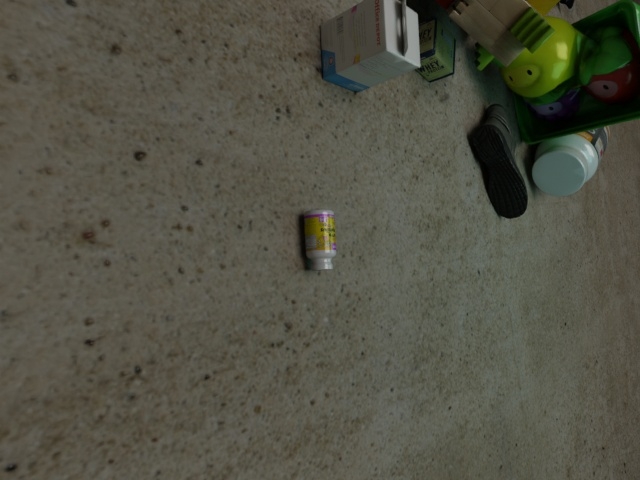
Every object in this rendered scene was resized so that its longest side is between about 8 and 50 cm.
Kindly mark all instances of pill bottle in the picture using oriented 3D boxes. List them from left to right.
[{"bbox_3d":[0.000,0.000,0.714,0.043,0.043,0.083,2,83,-47],"label":"pill bottle"},{"bbox_3d":[0.690,-0.243,1.405,0.278,0.162,0.162,-44,115,-42],"label":"pill bottle"}]

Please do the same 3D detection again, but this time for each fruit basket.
[{"bbox_3d":[0.560,-0.385,1.177,0.392,0.392,0.282,-17,96,-47],"label":"fruit basket"}]

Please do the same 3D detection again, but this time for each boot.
[{"bbox_3d":[0.440,-0.190,1.193,0.161,0.083,0.246,-49,120,-46],"label":"boot"}]

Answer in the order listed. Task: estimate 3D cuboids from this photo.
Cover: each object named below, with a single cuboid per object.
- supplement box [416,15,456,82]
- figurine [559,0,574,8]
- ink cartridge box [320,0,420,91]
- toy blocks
[{"bbox_3d":[0.219,-0.373,0.996,0.083,0.056,0.083,23,67,-43],"label":"supplement box"},{"bbox_3d":[0.780,-0.886,1.659,0.215,0.092,0.209,-7,94,-46],"label":"figurine"},{"bbox_3d":[0.082,-0.300,0.774,0.090,0.143,0.092,4,81,-47],"label":"ink cartridge box"},{"bbox_3d":[0.281,-0.495,0.974,0.261,0.191,0.381,34,33,-15],"label":"toy blocks"}]
